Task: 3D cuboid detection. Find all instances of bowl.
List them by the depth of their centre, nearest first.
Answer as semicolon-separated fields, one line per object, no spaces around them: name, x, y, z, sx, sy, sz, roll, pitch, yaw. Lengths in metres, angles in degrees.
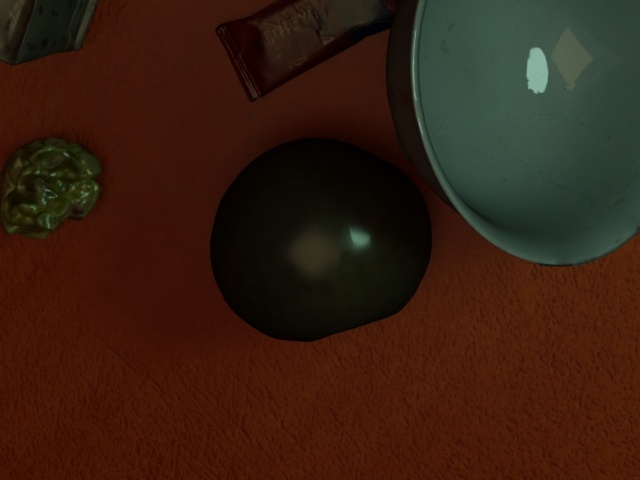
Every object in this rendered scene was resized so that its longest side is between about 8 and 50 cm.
bowl;0.167;-0.149;1.276;0.157;0.345;0.345;2;111;53

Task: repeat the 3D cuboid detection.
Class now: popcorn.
popcorn;-0.281;-0.053;1.427;0.109;0.089;0.097;-41;85;18

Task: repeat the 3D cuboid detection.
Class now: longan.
longan;0.000;0.000;1.352;0.212;0.198;0.198;3;105;6

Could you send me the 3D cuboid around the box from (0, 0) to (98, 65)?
box;-0.348;-0.322;1.309;0.297;0.190;0.225;23;105;0

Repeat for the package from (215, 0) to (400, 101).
package;-0.001;-0.214;1.378;0.200;0.022;0.083;-25;100;15
